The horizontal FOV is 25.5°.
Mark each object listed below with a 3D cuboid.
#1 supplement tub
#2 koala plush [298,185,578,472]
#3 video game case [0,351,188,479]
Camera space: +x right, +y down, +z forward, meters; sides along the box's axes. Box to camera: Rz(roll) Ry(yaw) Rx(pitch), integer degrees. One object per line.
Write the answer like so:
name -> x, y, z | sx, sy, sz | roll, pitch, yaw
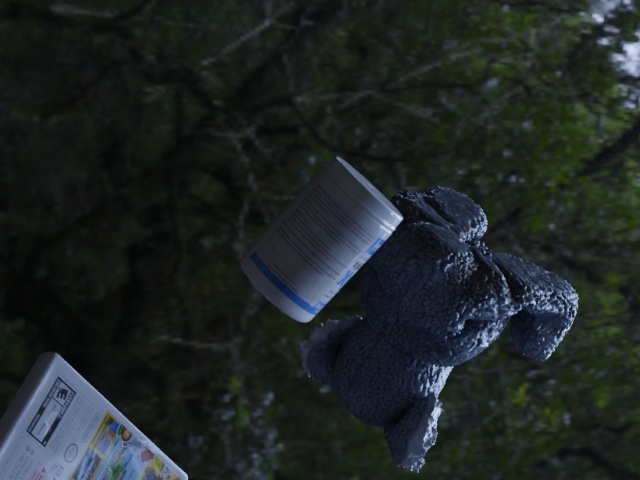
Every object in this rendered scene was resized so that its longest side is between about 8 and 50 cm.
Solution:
supplement tub -> 0.000, 0.000, 1.025 | 0.107, 0.071, 0.071 | -47, -126, 8
koala plush -> 0.085, 0.084, 1.317 | 0.196, 0.203, 0.221 | 44, -69, 26
video game case -> -0.231, 0.249, 1.252 | 0.026, 0.206, 0.227 | -3, -132, 41
